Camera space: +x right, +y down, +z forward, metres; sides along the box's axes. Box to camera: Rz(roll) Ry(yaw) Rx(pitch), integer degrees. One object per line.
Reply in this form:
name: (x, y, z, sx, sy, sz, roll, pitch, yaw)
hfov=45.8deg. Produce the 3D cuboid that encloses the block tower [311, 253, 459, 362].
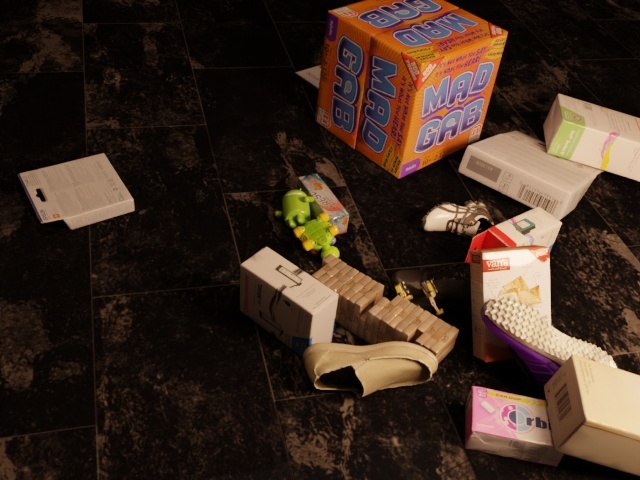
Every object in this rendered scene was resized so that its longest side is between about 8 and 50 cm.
block tower: (0.121, 0.159, 1.619, 0.335, 0.091, 0.097, 31, 45, 26)

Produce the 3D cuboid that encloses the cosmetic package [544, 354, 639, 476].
cosmetic package: (0.590, 0.343, 1.413, 0.309, 0.113, 0.160, 17, 40, -9)

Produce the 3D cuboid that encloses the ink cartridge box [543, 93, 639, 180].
ink cartridge box: (0.847, -0.293, 2.217, 0.353, 0.119, 0.207, 17, 35, 2)

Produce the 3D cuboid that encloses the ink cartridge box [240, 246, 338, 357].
ink cartridge box: (-0.070, 0.130, 1.576, 0.203, 0.148, 0.086, 32, 47, 27)

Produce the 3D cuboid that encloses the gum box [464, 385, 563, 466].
gum box: (0.376, 0.356, 1.450, 0.188, 0.062, 0.107, 11, 41, 3)

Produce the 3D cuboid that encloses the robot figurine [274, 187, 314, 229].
robot figurine: (-0.060, -0.077, 1.877, 0.101, 0.067, 0.115, -28, 47, 23)

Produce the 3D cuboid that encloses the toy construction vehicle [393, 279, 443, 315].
toy construction vehicle: (0.213, 0.129, 1.654, 0.086, 0.098, 0.035, -24, 0, 20)

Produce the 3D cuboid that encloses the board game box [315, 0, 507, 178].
board game box: (0.246, -0.459, 2.156, 0.356, 0.356, 0.356, -27, 51, -34)

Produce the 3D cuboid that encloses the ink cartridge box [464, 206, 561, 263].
ink cartridge box: (0.452, 0.022, 1.800, 0.231, 0.134, 0.078, -22, 49, -29)

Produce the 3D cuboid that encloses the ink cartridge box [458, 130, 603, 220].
ink cartridge box: (0.609, -0.199, 2.152, 0.308, 0.091, 0.385, 30, 28, 24)

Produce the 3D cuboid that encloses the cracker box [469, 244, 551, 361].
cracker box: (0.401, 0.130, 1.596, 0.156, 0.232, 0.067, -5, 5, -14)

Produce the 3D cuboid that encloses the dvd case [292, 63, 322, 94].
dvd case: (0.061, -0.533, 2.472, 0.253, 0.022, 0.180, -25, 51, -33)

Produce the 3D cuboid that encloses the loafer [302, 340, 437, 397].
loafer: (0.097, 0.262, 1.495, 0.269, 0.102, 0.092, -1, 41, 4)

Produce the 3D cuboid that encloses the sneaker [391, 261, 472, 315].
sneaker: (0.303, 0.095, 1.694, 0.286, 0.130, 0.109, 9, 42, 3)

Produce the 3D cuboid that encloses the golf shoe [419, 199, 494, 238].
golf shoe: (0.349, -0.048, 1.909, 0.198, 0.077, 0.094, -12, 44, -20)

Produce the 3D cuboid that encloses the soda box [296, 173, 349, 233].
soda box: (0.004, -0.091, 1.912, 0.058, 0.063, 0.183, -14, 45, -25)

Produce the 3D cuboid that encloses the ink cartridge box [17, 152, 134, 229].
ink cartridge box: (-0.601, -0.118, 1.859, 0.224, 0.045, 0.223, -17, 46, -25)

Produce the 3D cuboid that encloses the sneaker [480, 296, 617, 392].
sneaker: (0.432, 0.236, 1.527, 0.293, 0.146, 0.102, 31, 41, 1)

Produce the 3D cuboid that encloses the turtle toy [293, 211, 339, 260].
turtle toy: (0.000, 0.000, 1.803, 0.095, 0.066, 0.130, -30, 52, -6)
